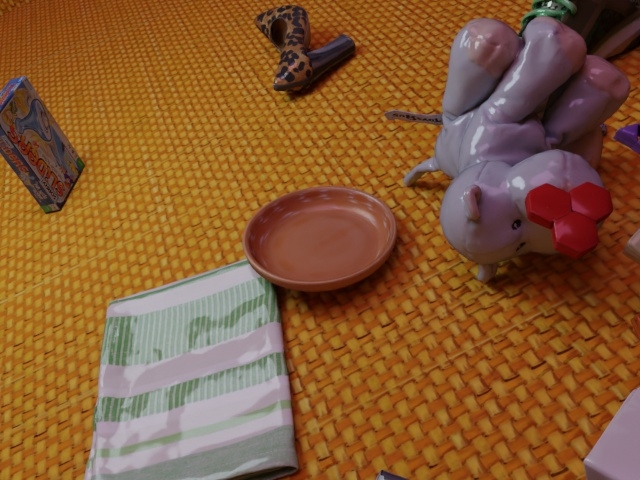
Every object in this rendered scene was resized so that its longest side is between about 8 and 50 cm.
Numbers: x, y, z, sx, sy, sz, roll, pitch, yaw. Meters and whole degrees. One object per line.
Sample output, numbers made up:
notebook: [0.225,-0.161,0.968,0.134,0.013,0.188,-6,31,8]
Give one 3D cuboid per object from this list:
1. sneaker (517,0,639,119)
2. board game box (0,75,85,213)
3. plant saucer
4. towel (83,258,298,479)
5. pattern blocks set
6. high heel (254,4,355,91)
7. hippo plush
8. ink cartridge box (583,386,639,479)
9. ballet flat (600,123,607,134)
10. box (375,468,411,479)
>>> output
sneaker: [0.339,-0.318,1.020,0.410,0.182,0.158,-43,43,-22]
board game box: [-0.501,-0.166,1.241,0.035,0.201,0.136,-10,41,16]
plant saucer: [0.000,0.000,0.917,0.200,0.037,0.200,-4,39,4]
towel: [-0.160,0.159,0.839,0.248,0.038,0.324,-18,39,6]
pattern blocks set: [0.386,0.012,0.654,0.285,0.026,0.325,-33,65,-14]
high heel: [-0.087,-0.366,1.346,0.261,0.093,0.186,30,56,35]
hippo plush: [0.203,-0.101,0.801,0.294,0.234,0.236,-6,42,19]
ink cartridge box: [0.291,0.206,0.486,0.082,0.139,0.191,-44,43,-21]
ballet flat: [0.325,-0.143,0.942,0.114,0.041,0.041,-18,39,6]
box: [0.141,0.248,0.532,0.207,0.114,0.036,10,50,33]
